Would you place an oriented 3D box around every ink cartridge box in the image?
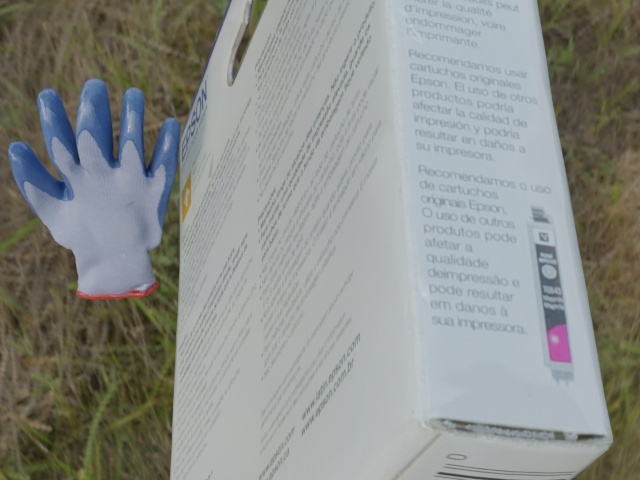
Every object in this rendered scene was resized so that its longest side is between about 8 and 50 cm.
[{"bbox_3d":[0.000,0.000,0.565,0.071,0.324,0.330,9,56,-15],"label":"ink cartridge box"}]

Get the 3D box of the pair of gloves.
[{"bbox_3d":[-0.065,-0.024,0.724,0.198,0.159,0.023,-2,46,1],"label":"pair of gloves"}]
